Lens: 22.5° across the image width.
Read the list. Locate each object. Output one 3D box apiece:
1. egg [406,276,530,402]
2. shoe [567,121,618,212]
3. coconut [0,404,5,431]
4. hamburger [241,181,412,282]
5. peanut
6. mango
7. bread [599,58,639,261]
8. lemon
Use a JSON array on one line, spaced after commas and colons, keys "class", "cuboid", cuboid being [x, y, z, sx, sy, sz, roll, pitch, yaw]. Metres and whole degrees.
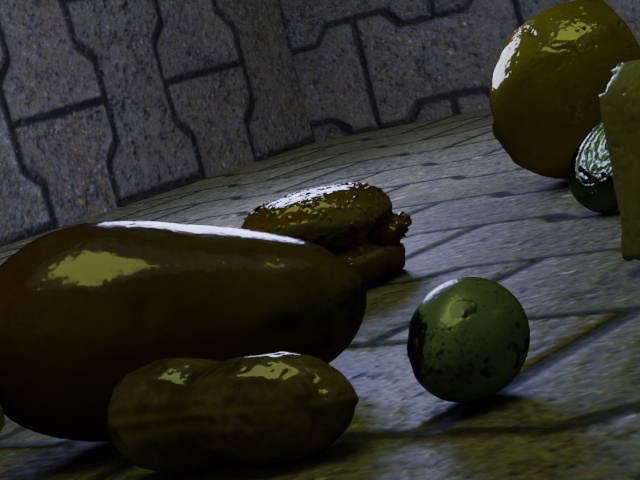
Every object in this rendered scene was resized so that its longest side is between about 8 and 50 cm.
[{"class": "egg", "cuboid": [0.102, 0.071, 1.126, 0.085, 0.085, 0.110, -10, 20, 33]}, {"class": "shoe", "cuboid": [0.409, -0.115, 1.830, 0.262, 0.128, 0.140, -44, 10, -3]}, {"class": "coconut", "cuboid": [-0.315, 0.124, 1.191, 0.161, 0.161, 0.162, -20, -26, -36]}, {"class": "hamburger", "cuboid": [0.008, -0.002, 1.785, 0.190, 0.118, 0.182, -9, 11, 10]}, {"class": "peanut", "cuboid": [-0.061, 0.119, 1.114, 0.192, 0.089, 0.089, -5, 11, 32]}, {"class": "mango", "cuboid": [-0.122, 0.065, 1.300, 0.317, 0.173, 0.211, -7, 4, -6]}, {"class": "bread", "cuboid": [0.407, -0.087, 1.384, 0.236, 0.198, 0.263, -9, 6, -25]}, {"class": "lemon", "cuboid": [0.333, -0.194, 2.177, 0.219, 0.240, 0.240, -29, 6, 3]}]
